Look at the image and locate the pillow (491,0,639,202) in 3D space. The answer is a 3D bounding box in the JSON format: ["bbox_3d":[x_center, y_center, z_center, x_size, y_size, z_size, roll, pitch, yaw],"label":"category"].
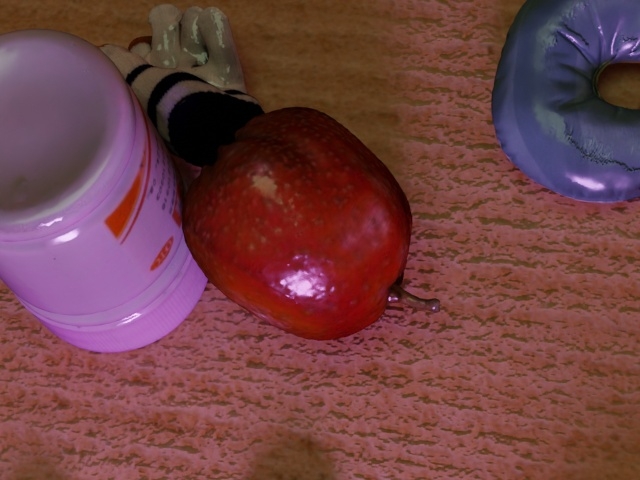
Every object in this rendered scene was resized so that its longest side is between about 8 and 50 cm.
[{"bbox_3d":[0.273,-0.148,1.790,0.214,0.086,0.233,6,71,9],"label":"pillow"}]

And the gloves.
[{"bbox_3d":[-0.139,-0.150,1.865,0.140,0.131,0.219,-23,26,-14],"label":"gloves"}]

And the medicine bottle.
[{"bbox_3d":[-0.229,-0.038,1.725,0.202,0.316,0.202,-4,67,9],"label":"medicine bottle"}]

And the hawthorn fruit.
[{"bbox_3d":[0.000,0.000,1.725,0.253,0.205,0.205,40,80,4],"label":"hawthorn fruit"}]
